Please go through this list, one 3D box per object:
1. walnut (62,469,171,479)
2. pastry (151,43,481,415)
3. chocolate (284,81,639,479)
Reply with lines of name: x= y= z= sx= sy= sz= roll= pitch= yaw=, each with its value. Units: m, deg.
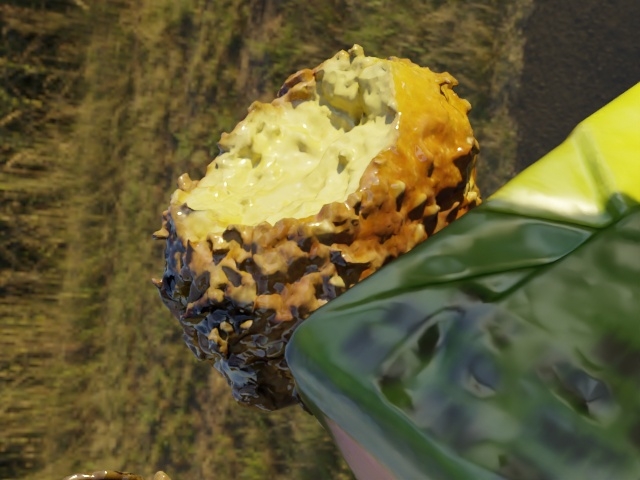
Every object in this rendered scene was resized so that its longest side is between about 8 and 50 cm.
walnut: x=-0.194 y=0.320 z=0.835 sx=0.141 sy=0.238 sz=0.204 roll=95 pitch=159 yaw=-56
pastry: x=0.010 y=0.002 z=1.029 sx=0.292 sy=0.405 sz=0.337 roll=20 pitch=149 yaw=37
chocolate: x=0.191 y=0.076 z=0.373 sx=0.301 sy=0.288 sz=0.137 roll=37 pitch=151 yaw=34
